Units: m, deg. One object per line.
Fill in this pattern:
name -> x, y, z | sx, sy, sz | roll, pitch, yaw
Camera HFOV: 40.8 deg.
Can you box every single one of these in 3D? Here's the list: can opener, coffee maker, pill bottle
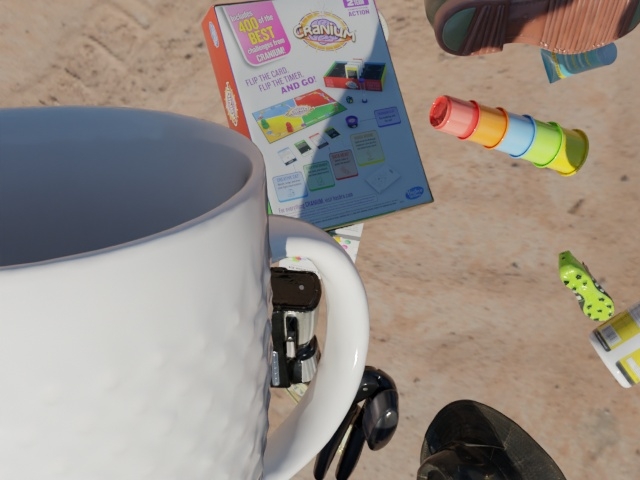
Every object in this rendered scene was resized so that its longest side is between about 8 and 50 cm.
can opener -> 0.029, 0.194, 0.877 | 0.059, 0.073, 0.186 | 19, 133, -8
coffee maker -> -0.080, 0.135, 1.368 | 0.171, 0.120, 0.178 | 18, 131, 20
pill bottle -> 0.513, 0.137, 1.312 | 0.184, 0.103, 0.103 | -35, 102, 13

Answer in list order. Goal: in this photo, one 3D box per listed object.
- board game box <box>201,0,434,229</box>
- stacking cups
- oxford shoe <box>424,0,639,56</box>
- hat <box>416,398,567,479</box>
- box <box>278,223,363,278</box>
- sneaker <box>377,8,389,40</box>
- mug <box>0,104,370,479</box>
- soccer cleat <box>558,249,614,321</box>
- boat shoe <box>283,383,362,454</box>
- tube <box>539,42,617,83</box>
board game box -> -0.002, -0.172, 1.162 | 0.242, 0.064, 0.316 | -13, 86, -24
stacking cups -> 0.342, -0.199, 1.590 | 0.316, 0.096, 0.096 | 12, 90, -23
oxford shoe -> 0.373, -0.417, 1.498 | 0.397, 0.146, 0.140 | -4, 135, -14
hat -> 0.256, 0.440, 1.464 | 0.134, 0.331, 0.331 | -7, 96, -40
box -> 0.000, 0.000, 1.629 | 0.145, 0.186, 0.038 | 11, 49, 0
sneaker -> -0.028, -0.370, 1.788 | 0.350, 0.148, 0.131 | -29, 110, -12
mug -> -0.126, 0.101, 0.539 | 0.374, 0.276, 0.327 | -15, 117, -32
soccer cleat -> 0.490, 0.084, 1.583 | 0.060, 0.072, 0.179 | -25, 130, 27
boat shoe -> -0.026, 0.307, 1.721 | 0.285, 0.105, 0.089 | 44, 114, 20
tube -> 0.536, -0.382, 1.814 | 0.052, 0.207, 0.080 | -18, 99, -19
